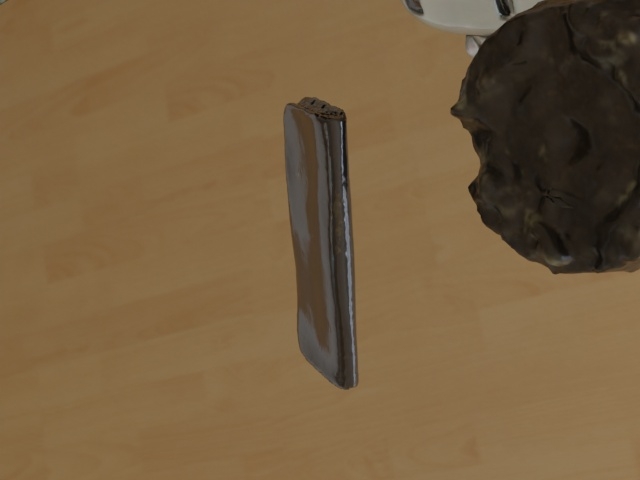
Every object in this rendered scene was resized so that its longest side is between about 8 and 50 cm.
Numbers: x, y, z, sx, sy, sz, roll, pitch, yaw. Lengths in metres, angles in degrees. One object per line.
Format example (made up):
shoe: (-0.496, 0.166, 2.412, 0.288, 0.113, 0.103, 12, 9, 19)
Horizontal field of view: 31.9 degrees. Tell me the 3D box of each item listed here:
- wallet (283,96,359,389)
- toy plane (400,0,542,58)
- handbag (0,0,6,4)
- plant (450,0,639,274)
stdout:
wallet: (0.000, 0.000, 0.624, 0.082, 0.018, 0.156, -143, 46, -66)
toy plane: (0.188, -0.247, 1.010, 0.267, 0.267, 0.122, 5, 47, 29)
handbag: (-0.143, -0.251, 0.686, 0.326, 0.089, 0.238, -31, 34, 2)
plant: (0.200, -0.064, 0.588, 0.146, 0.274, 0.149, 11, 106, 40)
